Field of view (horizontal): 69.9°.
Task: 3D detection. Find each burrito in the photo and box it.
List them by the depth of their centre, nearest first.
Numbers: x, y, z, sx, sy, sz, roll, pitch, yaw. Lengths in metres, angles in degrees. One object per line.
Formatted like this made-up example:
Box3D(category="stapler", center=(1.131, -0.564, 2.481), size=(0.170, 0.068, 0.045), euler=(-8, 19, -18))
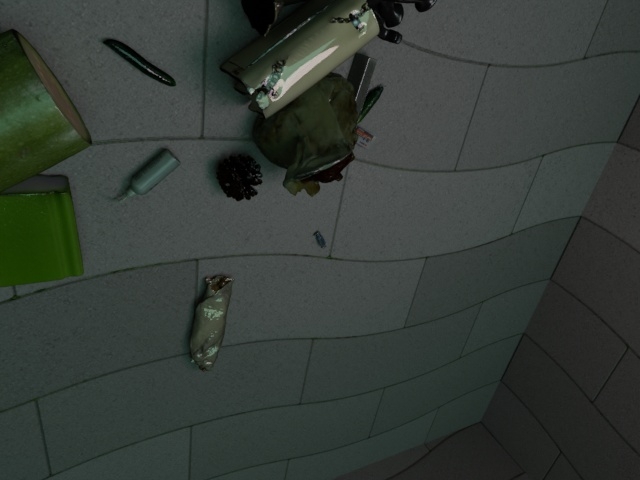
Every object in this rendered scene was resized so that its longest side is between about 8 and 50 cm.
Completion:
Box3D(category="burrito", center=(-0.386, 0.296, 1.588), size=(0.117, 0.076, 0.392), euler=(6, 115, -26))

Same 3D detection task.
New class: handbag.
Box3D(category="handbag", center=(-0.052, -0.468, 1.153), size=(0.358, 0.237, 0.160), euler=(-38, 120, -3))

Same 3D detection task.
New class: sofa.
Box3D(category="sofa", center=(-0.068, -0.594, 1.064), size=(0.200, 0.258, 0.182), euler=(-24, 116, -16))

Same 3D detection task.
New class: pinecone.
Box3D(category="pinecone", center=(-0.228, -0.183, 1.326), size=(0.121, 0.140, 0.140), euler=(-50, 139, -32))

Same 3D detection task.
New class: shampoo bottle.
Box3D(category="shampoo bottle", center=(-0.469, -0.166, 1.240), size=(0.195, 0.056, 0.056), euler=(-41, 132, 1))

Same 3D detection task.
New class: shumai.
Box3D(category="shumai", center=(-0.004, -0.284, 1.244), size=(0.292, 0.288, 0.330), euler=(38, 103, -22))

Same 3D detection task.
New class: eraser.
Box3D(category="eraser", center=(-0.727, -0.025, 1.157), size=(0.209, 0.092, 0.274), euler=(-7, 124, -28))
Box3D(category="eraser", center=(0.125, -0.343, 1.494), size=(0.122, 0.029, 0.052), euler=(20, 109, -38))

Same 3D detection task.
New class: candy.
Box3D(category="candy", center=(0.000, 0.001, 1.654), size=(0.030, 0.020, 0.083), euler=(-31, 133, -9))

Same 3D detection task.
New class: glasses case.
Box3D(category="glasses case", center=(0.109, -0.452, 1.385), size=(0.047, 0.071, 0.205), euler=(1, 119, -36))

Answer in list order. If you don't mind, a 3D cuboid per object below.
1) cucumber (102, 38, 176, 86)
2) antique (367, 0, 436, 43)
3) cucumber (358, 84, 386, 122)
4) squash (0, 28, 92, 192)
Box3D(category="cucumber", center=(-0.429, -0.424, 1.103), size=(0.033, 0.036, 0.184), euler=(-46, 133, 14))
Box3D(category="antique", center=(0.184, -0.711, 1.189), size=(0.255, 0.185, 0.322), euler=(8, 115, -42))
Box3D(category="cucumber", center=(0.151, -0.431, 1.445), size=(0.155, 0.037, 0.037), euler=(-52, 131, 0))
Box3D(category="squash", center=(-0.709, -0.220, 0.925), size=(0.384, 0.263, 0.263), euler=(-31, 131, -9))
